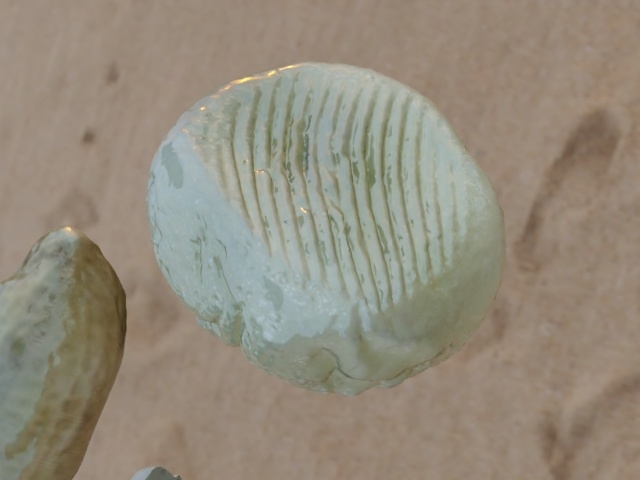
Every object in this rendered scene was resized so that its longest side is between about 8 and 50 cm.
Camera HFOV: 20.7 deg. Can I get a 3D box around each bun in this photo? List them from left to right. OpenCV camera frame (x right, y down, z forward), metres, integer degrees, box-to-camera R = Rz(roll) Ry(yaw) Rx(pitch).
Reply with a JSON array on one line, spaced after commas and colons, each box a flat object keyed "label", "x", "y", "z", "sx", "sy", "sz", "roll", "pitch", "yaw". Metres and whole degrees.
[{"label": "bun", "x": 0.000, "y": 0.000, "z": 1.736, "sx": 0.227, "sy": 0.352, "sz": 0.349, "roll": 103, "pitch": 171, "yaw": -50}]

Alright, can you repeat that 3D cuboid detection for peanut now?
[{"label": "peanut", "x": -0.236, "y": 0.111, "z": 1.437, "sx": 0.137, "sy": 0.122, "sz": 0.253, "roll": 44, "pitch": 114, "yaw": 47}]

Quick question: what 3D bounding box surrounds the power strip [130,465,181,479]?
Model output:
[{"label": "power strip", "x": -0.203, "y": 0.321, "z": 1.790, "sx": 0.029, "sy": 0.080, "sz": 0.227, "roll": -15, "pitch": 25, "yaw": 37}]
